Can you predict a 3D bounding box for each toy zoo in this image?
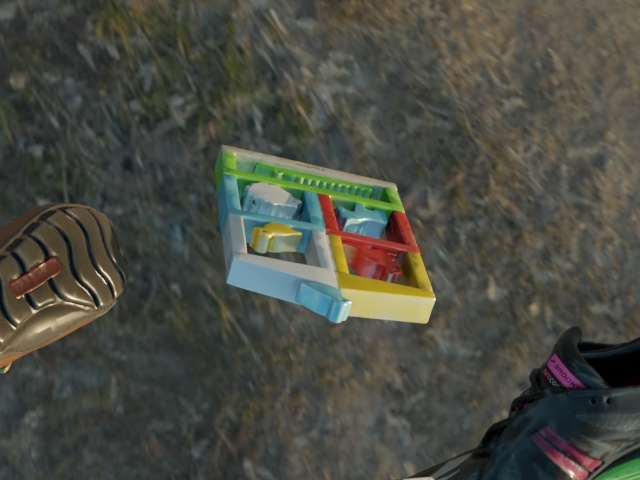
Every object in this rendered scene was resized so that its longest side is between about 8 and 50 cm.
[{"bbox_3d":[0.000,0.000,1.509,0.192,0.293,0.030,12,115,-13],"label":"toy zoo"}]

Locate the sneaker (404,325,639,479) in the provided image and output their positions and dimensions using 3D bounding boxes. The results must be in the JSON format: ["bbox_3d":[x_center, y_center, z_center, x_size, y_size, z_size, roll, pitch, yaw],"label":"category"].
[{"bbox_3d":[0.264,0.209,1.799,0.483,0.185,0.202,-28,116,-7],"label":"sneaker"}]

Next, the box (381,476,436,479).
[{"bbox_3d":[-0.014,0.223,0.957,0.184,0.045,0.191,-48,156,15],"label":"box"}]

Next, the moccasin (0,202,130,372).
[{"bbox_3d":[-0.321,0.067,1.582,0.147,0.380,0.139,-20,105,31],"label":"moccasin"}]
